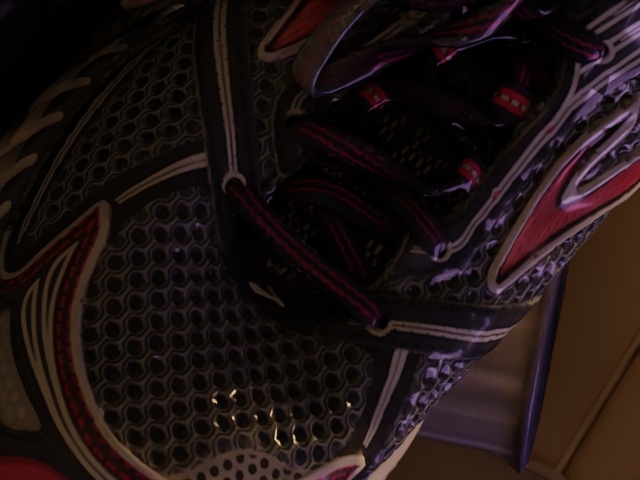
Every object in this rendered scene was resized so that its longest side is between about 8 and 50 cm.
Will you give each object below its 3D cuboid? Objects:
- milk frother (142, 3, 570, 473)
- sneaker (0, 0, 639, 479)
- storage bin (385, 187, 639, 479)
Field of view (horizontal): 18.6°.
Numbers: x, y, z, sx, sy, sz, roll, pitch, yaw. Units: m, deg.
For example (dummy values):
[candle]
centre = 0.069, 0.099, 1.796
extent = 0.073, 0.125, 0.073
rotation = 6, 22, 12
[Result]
[milk frother]
centre = 0.000, 0.000, 0.547
extent = 0.143, 0.135, 0.129
rotation = -50, 148, -72
[sneaker]
centre = 0.027, -0.044, 0.457
extent = 0.299, 0.121, 0.112
rotation = -51, -171, -30
[storage bin]
centre = 0.132, 0.060, 0.725
extent = 0.260, 0.123, 0.262
rotation = -59, 160, -1
